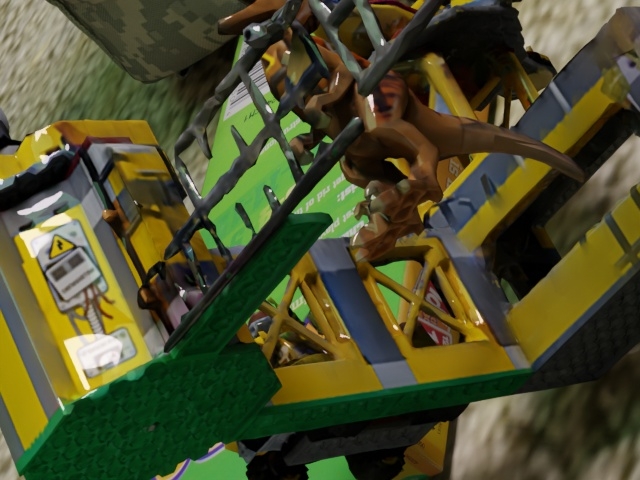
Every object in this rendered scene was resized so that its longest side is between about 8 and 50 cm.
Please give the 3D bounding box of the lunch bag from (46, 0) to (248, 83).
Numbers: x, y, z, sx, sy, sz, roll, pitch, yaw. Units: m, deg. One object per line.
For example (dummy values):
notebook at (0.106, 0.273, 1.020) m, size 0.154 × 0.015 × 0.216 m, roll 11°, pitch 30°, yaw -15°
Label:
lunch bag at (-0.090, -0.228, 0.742) m, size 0.256 × 0.305 × 0.212 m, roll -43°, pitch 30°, yaw 16°

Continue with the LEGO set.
LEGO set at (0.030, -0.102, 0.435) m, size 0.192 × 0.255 × 0.331 m, roll 62°, pitch 141°, yaw 25°

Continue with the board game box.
board game box at (0.000, 0.000, 0.644) m, size 0.124 × 0.039 × 0.259 m, roll -28°, pitch 35°, yaw 39°
